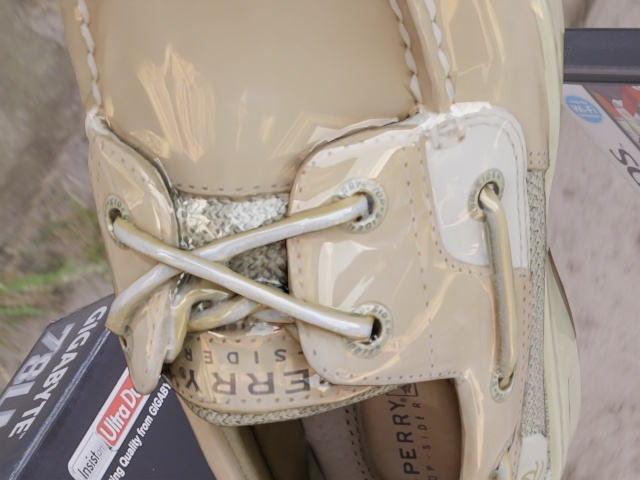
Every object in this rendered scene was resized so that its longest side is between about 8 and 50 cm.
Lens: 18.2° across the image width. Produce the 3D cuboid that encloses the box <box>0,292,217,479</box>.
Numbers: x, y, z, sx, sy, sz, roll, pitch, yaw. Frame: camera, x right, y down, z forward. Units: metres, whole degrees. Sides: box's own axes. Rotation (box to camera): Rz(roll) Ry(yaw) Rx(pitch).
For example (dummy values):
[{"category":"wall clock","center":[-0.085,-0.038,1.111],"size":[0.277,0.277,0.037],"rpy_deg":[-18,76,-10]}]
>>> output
[{"category":"box","center":[-0.060,0.216,0.809],"size":[0.073,0.295,0.293],"rpy_deg":[-23,114,35]}]

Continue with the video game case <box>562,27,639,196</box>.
[{"category":"video game case","center":[0.280,-0.025,1.108],"size":[0.248,0.275,0.035],"rpy_deg":[46,69,-30]}]

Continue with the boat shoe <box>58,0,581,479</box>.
[{"category":"boat shoe","center":[0.000,0.000,0.469],"size":[0.109,0.302,0.098],"rpy_deg":[3,48,19]}]
